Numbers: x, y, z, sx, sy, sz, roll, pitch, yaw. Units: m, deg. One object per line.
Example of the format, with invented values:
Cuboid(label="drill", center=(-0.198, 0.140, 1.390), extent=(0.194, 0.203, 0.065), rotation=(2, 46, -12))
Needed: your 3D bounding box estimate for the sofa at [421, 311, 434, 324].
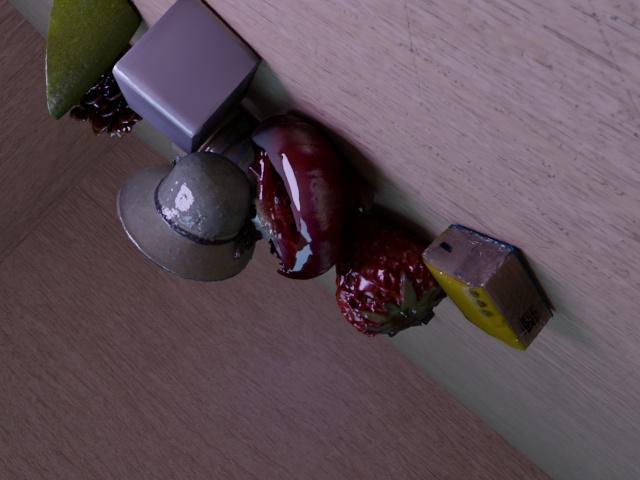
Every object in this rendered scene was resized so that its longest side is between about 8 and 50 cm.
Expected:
Cuboid(label="sofa", center=(0.238, 0.163, 1.358), extent=(0.118, 0.039, 0.060), rotation=(46, 169, -30))

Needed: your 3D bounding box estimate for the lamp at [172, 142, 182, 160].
Cuboid(label="lamp", center=(-0.316, -0.247, 1.425), extent=(0.182, 0.140, 0.182), rotation=(58, 173, 12))

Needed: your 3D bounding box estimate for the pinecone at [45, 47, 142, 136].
Cuboid(label="pinecone", center=(-0.566, -0.410, 1.335), extent=(0.246, 0.246, 0.292), rotation=(37, 169, 24))

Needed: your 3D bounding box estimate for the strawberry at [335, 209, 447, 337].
Cuboid(label="strawberry", center=(0.099, 0.045, 0.948), extent=(0.244, 0.205, 0.205), rotation=(59, -176, 37))

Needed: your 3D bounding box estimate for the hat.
Cuboid(label="hat", center=(-0.191, -0.070, 0.877), extent=(0.257, 0.130, 0.257), rotation=(25, -140, -23))

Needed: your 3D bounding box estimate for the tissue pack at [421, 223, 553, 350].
Cuboid(label="tissue pack", center=(0.230, 0.066, 0.733), extent=(0.169, 0.082, 0.120), rotation=(47, 171, -36))

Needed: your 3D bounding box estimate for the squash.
Cuboid(label="squash", center=(-0.486, -0.387, 0.997), extent=(0.189, 0.260, 0.189), rotation=(40, 174, 5))

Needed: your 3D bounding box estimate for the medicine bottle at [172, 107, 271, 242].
Cuboid(label="medicine bottle", center=(-0.132, -0.126, 1.075), extent=(0.322, 0.151, 0.151), rotation=(45, 171, -6))

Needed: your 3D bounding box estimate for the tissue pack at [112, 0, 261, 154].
Cuboid(label="tissue pack", center=(-0.206, -0.243, 0.832), extent=(0.136, 0.159, 0.246), rotation=(41, 171, -12))

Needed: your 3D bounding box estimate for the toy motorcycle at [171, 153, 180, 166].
Cuboid(label="toy motorcycle", center=(-0.381, -0.249, 1.721), extent=(0.188, 0.143, 0.327), rotation=(32, 156, 2))

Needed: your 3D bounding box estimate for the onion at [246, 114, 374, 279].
Cuboid(label="onion", center=(-0.011, -0.077, 0.857), extent=(0.272, 0.195, 0.272), rotation=(167, 90, -75))
